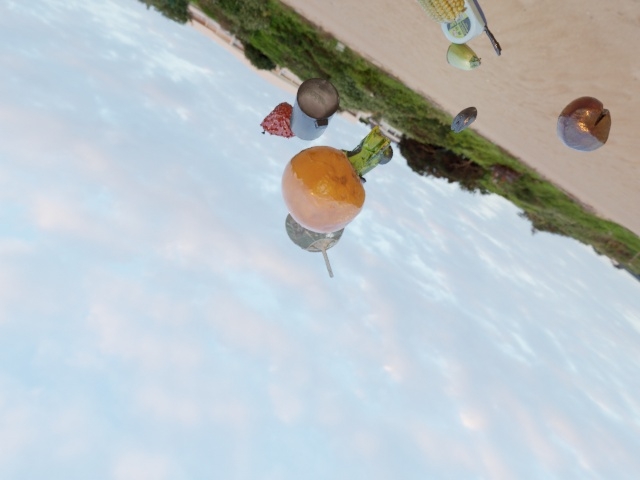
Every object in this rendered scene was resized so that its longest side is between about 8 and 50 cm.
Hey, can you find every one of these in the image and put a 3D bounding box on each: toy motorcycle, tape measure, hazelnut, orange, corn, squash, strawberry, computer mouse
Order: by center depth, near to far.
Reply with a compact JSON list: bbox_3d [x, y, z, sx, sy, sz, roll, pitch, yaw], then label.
[{"bbox_3d":[0.005,-0.151,1.236,0.261,0.261,0.261,28,-156,-14],"label":"orange"},{"bbox_3d":[0.367,-0.938,1.476,0.387,0.144,0.144,41,-159,-18],"label":"corn"},{"bbox_3d":[0.969,-0.424,1.547,0.204,0.178,0.178,44,-160,-17],"label":"hazelnut"},{"bbox_3d":[0.120,-0.324,1.684,0.206,0.342,0.142,50,-166,-14],"label":"toy motorcycle"},{"bbox_3d":[0.635,-0.541,1.854,0.047,0.135,0.079,22,-150,-42],"label":"computer mouse"},{"bbox_3d":[0.767,-1.066,2.130,0.098,0.215,0.351,-44,-73,-28],"label":"tape measure"},{"bbox_3d":[0.754,-0.951,2.200,0.137,0.137,0.288,21,-143,-28],"label":"squash"},{"bbox_3d":[-0.225,-0.699,2.372,0.233,0.178,0.234,12,-139,-10],"label":"strawberry"}]

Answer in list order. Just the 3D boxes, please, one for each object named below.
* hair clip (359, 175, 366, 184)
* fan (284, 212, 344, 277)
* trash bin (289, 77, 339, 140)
[{"bbox_3d":[0.066,-0.118,1.665,0.085,0.331,0.101,17,-136,-25],"label":"hair clip"},{"bbox_3d":[-0.030,-0.016,1.563,0.223,0.295,0.012,12,-163,-2],"label":"fan"},{"bbox_3d":[-0.038,-0.626,2.038,0.202,0.252,0.301,-13,177,-13],"label":"trash bin"}]
